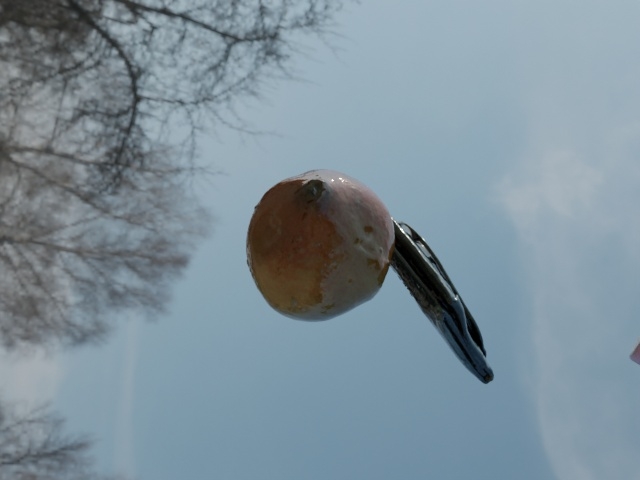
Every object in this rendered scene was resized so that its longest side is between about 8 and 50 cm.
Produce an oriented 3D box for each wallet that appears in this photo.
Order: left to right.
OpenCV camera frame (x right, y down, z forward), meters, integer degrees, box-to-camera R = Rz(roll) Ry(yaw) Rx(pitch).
[{"bbox_3d":[0.155,0.053,1.394,0.075,0.237,0.342,-35,-134,0],"label":"wallet"}]

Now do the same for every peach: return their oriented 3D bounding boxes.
[{"bbox_3d":[0.000,0.000,1.212,0.232,0.232,0.233,-26,-122,52],"label":"peach"}]

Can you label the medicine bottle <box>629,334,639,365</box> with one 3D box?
[{"bbox_3d":[0.585,0.149,1.127,0.302,0.241,0.241,31,-70,18],"label":"medicine bottle"}]
